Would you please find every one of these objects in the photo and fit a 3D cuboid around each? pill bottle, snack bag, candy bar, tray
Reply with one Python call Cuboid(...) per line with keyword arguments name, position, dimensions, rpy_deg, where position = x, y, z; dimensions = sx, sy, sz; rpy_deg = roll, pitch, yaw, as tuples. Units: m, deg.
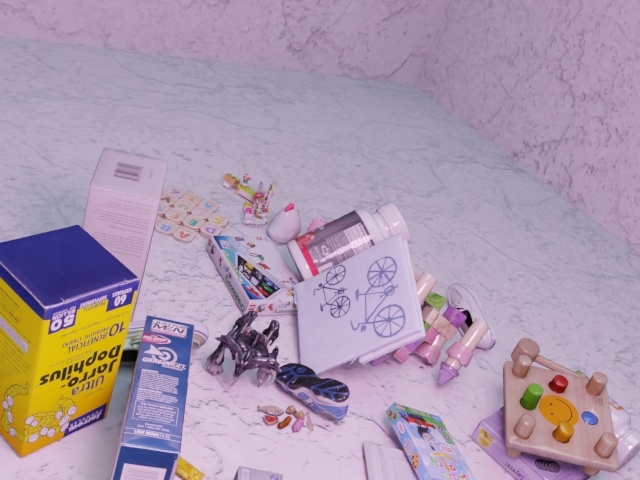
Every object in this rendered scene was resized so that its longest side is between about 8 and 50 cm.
Cuboid(name="pill bottle", position=(0.082, 0.018, 2.057), dimensions=(0.319, 0.176, 0.176), rpy_deg=(-25, 41, -4))
Cuboid(name="snack bag", position=(0.082, 0.169, 1.810), dimensions=(0.037, 0.343, 0.323), rpy_deg=(46, 26, -39))
Cuboid(name="candy bar", position=(-0.297, 0.422, 1.436), dimensions=(0.162, 0.018, 0.040), rpy_deg=(29, 29, 16))
Cuboid(name="tray", position=(0.172, 0.523, 1.534), dimensions=(0.145, 0.030, 0.270), rpy_deg=(19, 26, -14))
Cuboid(name="pill bottle", position=(0.705, 0.457, 1.903), dimensions=(0.136, 0.136, 0.245), rpy_deg=(-7, 39, -40))

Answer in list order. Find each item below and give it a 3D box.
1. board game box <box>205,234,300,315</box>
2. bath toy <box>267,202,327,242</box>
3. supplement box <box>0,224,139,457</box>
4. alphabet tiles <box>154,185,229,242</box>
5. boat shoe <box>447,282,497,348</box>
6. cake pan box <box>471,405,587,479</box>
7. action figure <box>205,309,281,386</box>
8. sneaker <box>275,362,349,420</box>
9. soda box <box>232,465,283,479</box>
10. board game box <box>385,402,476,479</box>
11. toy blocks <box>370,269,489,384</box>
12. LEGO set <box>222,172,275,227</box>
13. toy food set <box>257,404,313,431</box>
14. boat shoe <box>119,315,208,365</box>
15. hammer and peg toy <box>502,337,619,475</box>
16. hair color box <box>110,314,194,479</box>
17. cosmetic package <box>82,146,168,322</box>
Cuboid(name="board game box", position=(-0.175, 0.091, 2.040), dimensions=(0.193, 0.053, 0.305), rpy_deg=(2, 34, -32))
Cuboid(name="bath toy", position=(0.000, 0.000, 2.233), dimensions=(0.348, 0.129, 0.151), rpy_deg=(32, 31, 20))
Cuboid(name="supplement box", position=(-0.499, 0.182, 1.363), dimensions=(0.195, 0.356, 0.194), rpy_deg=(36, 33, 25))
Cuboid(name="alphabet tiles", position=(-0.422, -0.088, 2.220), dimensions=(0.284, 0.021, 0.278), rpy_deg=(22, 29, 2))
Cuboid(name="boat shoe", position=(0.428, 0.213, 2.181), dimensions=(0.084, 0.095, 0.258), rpy_deg=(9, 30, -28))
Cuboid(name="cake pan box", position=(0.537, 0.498, 1.798), dimensions=(0.267, 0.070, 0.246), rpy_deg=(-14, 46, -46))
Cuboid(name="action figure", position=(-0.164, 0.260, 1.680), dimensions=(0.164, 0.140, 0.275), rpy_deg=(23, 13, -1))
Cuboid(name="sneaker", position=(-0.025, 0.347, 1.689), dimensions=(0.211, 0.081, 0.080), rpy_deg=(20, 39, 38))
Cuboid(name="soda box", position=(-0.119, 0.536, 1.276), dimensions=(0.091, 0.098, 0.286), rpy_deg=(15, 30, -12))
Cuboid(name="board game box", position=(0.249, 0.467, 1.650), dimensions=(0.160, 0.039, 0.211), rpy_deg=(24, 24, -34))
Cuboid(name="toy blocks", position=(0.216, 0.229, 1.936), dimensions=(0.289, 0.260, 0.309), rpy_deg=(40, -6, -26))
Cuboid(name="LEGO set", position=(-0.215, -0.159, 2.384), dimensions=(0.132, 0.107, 0.287), rpy_deg=(4, 33, -28))
Cuboid(name="toy food set", position=(-0.075, 0.391, 1.631), dimensions=(0.122, 0.019, 0.078), rpy_deg=(8, 31, -21))
Cuboid(name="boat shoe", position=(-0.395, 0.234, 1.630), dimensions=(0.303, 0.109, 0.094), rpy_deg=(-1, 51, -19))
Cuboid(name="hammer and peg toy", position=(0.570, 0.371, 1.765), dimensions=(0.266, 0.127, 0.361), rpy_deg=(13, 39, 4))
Cuboid(name="hair color box", position=(-0.315, 0.319, 1.399), dimensions=(0.105, 0.173, 0.347), rpy_deg=(13, 30, -13))
Cuboid(name="cosmetic package", position=(-0.466, -0.002, 1.688), dimensions=(0.155, 0.365, 0.197), rpy_deg=(12, 33, -13))
